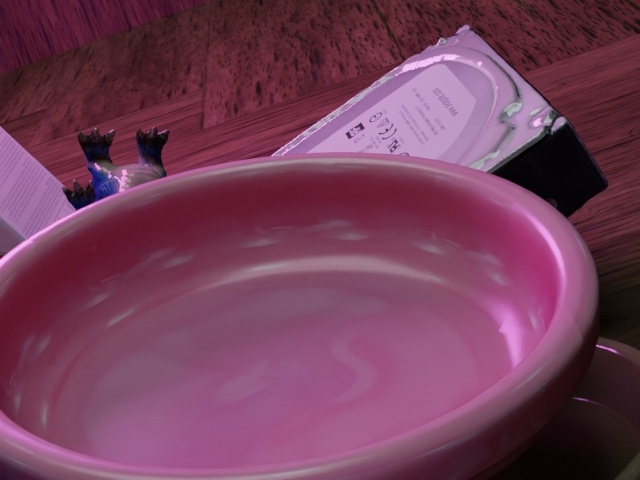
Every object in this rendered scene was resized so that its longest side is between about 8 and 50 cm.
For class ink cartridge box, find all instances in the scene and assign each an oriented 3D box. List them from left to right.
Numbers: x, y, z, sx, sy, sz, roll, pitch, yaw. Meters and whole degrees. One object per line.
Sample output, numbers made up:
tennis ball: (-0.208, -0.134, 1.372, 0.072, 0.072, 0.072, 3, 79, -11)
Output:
ink cartridge box: (-0.268, -0.023, 1.461, 0.056, 0.225, 0.181, -42, 13, 13)

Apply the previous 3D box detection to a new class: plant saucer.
plant saucer: (-0.023, 0.060, 0.867, 0.332, 0.084, 0.332, -6, 27, 3)
plant saucer: (0.054, 0.128, 0.884, 0.278, 0.041, 0.278, -17, 18, 6)

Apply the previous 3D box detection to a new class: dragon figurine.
dragon figurine: (-0.154, 0.006, 1.342, 0.085, 0.144, 0.289, -1, -26, -17)

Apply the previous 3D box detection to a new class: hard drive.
hard drive: (0.000, 0.000, 1.110, 0.339, 0.064, 0.237, -35, 24, 5)

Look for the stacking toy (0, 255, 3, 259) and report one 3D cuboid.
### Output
stacking toy: (-0.364, 0.023, 1.549, 0.141, 0.141, 0.330, -32, 26, -35)
